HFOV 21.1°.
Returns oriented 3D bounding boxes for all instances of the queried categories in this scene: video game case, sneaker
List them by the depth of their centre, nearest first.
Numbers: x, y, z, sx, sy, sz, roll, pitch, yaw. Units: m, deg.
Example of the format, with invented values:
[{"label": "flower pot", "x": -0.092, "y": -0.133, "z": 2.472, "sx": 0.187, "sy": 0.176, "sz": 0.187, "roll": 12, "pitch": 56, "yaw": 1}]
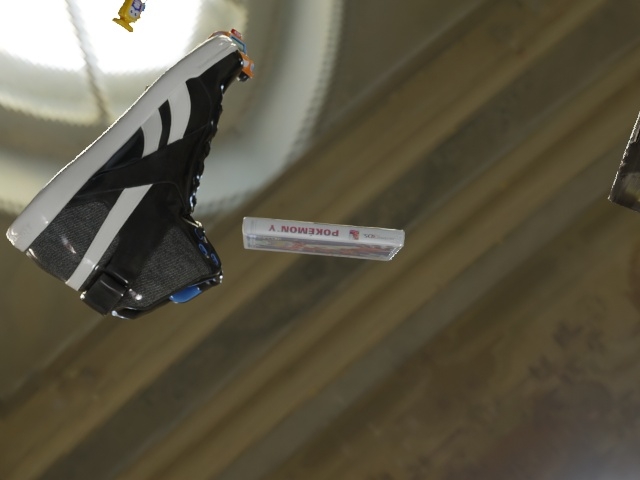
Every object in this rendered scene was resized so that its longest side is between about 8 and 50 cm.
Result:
[{"label": "sneaker", "x": -0.094, "y": -0.031, "z": 1.121, "sx": 0.217, "sy": 0.121, "sz": 0.079, "roll": -48, "pitch": -174, "yaw": -33}, {"label": "video game case", "x": 0.000, "y": 0.000, "z": 2.035, "sx": 0.201, "sy": 0.183, "sz": 0.023, "roll": 110, "pitch": -15, "yaw": -84}]

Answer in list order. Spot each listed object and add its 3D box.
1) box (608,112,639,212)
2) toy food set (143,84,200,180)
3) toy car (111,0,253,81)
[{"label": "box", "x": 0.490, "y": -0.104, "z": 1.513, "sx": 0.395, "sy": 0.318, "sz": 0.097, "roll": 22, "pitch": -145, "yaw": 12}, {"label": "toy food set", "x": -0.135, "y": -0.103, "z": 1.655, "sx": 0.019, "sy": 0.122, "sz": 0.078, "roll": 11, "pitch": -99, "yaw": 29}, {"label": "toy car", "x": -0.110, "y": -0.178, "z": 1.466, "sx": 0.060, "sy": 0.122, "sz": 0.040, "roll": 6, "pitch": -109, "yaw": 59}]
